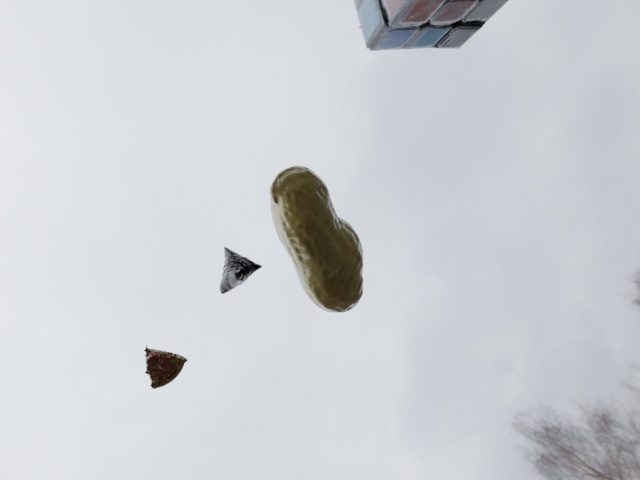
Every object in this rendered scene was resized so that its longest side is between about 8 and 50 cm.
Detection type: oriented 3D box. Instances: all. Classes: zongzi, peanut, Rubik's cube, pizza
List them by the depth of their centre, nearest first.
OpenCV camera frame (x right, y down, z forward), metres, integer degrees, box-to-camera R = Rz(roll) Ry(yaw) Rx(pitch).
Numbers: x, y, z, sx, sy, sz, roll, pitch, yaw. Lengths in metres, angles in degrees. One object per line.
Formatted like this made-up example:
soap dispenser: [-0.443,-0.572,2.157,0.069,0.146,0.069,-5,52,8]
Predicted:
zongzi: [-0.136,0.051,0.757,0.073,0.067,0.083,15,-132,-24]
peanut: [0.000,0.000,0.838,0.147,0.147,0.319,-37,-64,-27]
pizza: [-0.362,0.296,0.964,0.100,0.029,0.099,20,-82,-3]
Rubik's cube: [0.290,-0.744,1.095,0.362,0.358,0.363,-12,-95,-25]
